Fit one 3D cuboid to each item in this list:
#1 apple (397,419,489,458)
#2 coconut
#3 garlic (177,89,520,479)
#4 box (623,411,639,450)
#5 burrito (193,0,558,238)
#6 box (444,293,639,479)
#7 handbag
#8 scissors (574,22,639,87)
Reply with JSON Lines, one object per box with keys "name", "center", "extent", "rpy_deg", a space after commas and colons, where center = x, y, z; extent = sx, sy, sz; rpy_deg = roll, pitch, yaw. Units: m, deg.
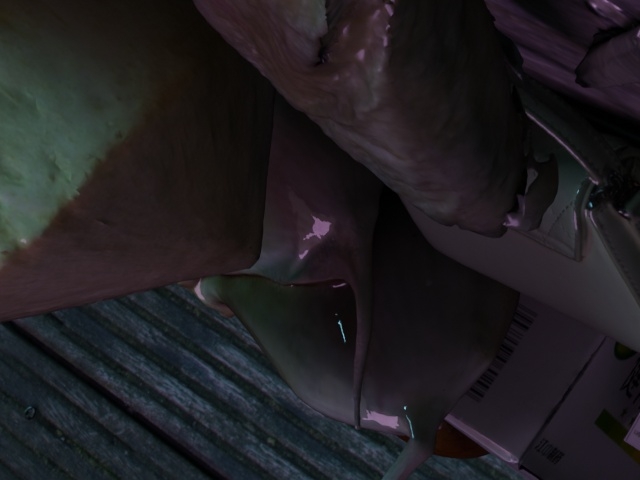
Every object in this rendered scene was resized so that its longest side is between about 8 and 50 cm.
{"name": "apple", "center": [0.131, 0.107, 1.521], "extent": [0.188, 0.211, 0.211], "rpy_deg": [26, 172, 42]}
{"name": "coconut", "center": [-0.153, -0.089, 0.820], "extent": [0.329, 0.328, 0.329], "rpy_deg": [34, 176, 3]}
{"name": "garlic", "center": [0.000, 0.000, 1.099], "extent": [0.231, 0.246, 0.340], "rpy_deg": [49, -173, -39]}
{"name": "box", "center": [0.295, 0.127, 1.188], "extent": [0.084, 0.040, 0.154], "rpy_deg": [35, 147, 17]}
{"name": "burrito", "center": [-0.009, -0.126, 0.617], "extent": [0.175, 0.107, 0.348], "rpy_deg": [49, -177, 31]}
{"name": "box", "center": [0.212, 0.123, 1.319], "extent": [0.145, 0.173, 0.333], "rpy_deg": [34, 176, 34]}
{"name": "handbag", "center": [0.103, -0.049, 0.887], "extent": [0.256, 0.079, 0.219], "rpy_deg": [29, 163, 51]}
{"name": "scissors", "center": [0.142, -0.075, 0.576], "extent": [0.109, 0.022, 0.300], "rpy_deg": [38, 177, -6]}
